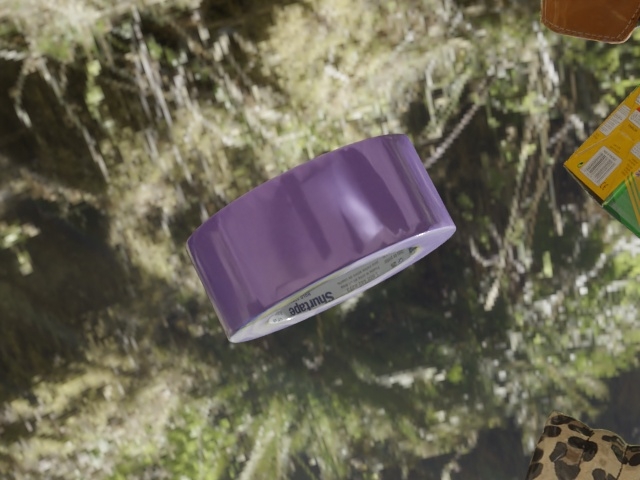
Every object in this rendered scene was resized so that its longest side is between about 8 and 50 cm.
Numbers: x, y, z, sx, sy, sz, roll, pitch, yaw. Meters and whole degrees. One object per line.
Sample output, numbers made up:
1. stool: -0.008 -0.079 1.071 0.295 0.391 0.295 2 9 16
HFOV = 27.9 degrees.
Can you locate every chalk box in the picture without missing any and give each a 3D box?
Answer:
1. chalk box: 0.366 -0.038 1.234 0.132 0.213 0.132 -49 -161 11

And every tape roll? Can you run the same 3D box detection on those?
1. tape roll: 0.000 0.000 0.961 0.189 0.189 0.080 -24 -99 -11

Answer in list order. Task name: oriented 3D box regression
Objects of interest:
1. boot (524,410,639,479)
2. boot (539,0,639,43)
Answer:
1. boot: 0.183 0.278 0.571 0.284 0.138 0.377 18 -95 15
2. boot: 0.273 -0.210 0.768 0.283 0.220 0.109 4 -146 -1
